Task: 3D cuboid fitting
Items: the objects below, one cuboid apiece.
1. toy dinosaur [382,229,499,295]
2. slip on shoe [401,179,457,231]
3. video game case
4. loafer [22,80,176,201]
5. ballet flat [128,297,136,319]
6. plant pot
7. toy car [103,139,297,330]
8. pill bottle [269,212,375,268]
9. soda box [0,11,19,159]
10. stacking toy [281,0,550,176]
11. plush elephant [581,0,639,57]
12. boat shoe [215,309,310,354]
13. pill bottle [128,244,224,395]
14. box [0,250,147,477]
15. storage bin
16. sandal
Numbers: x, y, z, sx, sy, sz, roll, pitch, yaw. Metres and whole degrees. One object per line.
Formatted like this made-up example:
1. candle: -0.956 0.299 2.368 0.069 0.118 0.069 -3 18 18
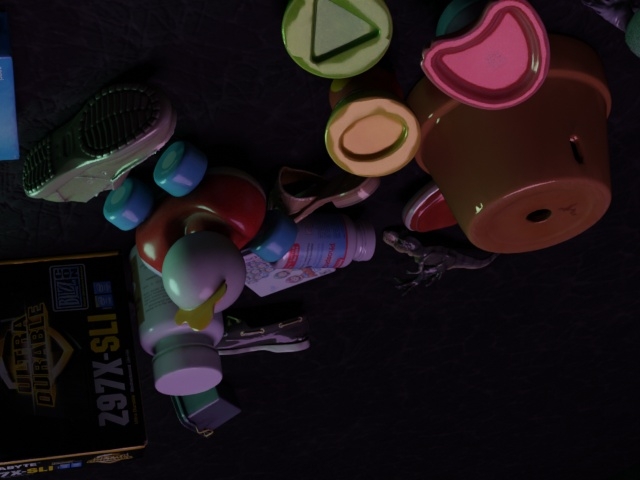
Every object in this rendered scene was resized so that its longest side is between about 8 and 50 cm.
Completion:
1. toy dinosaur: 0.196 0.039 2.142 0.268 0.064 0.118 8 140 -40
2. slip on shoe: 0.286 -0.069 1.928 0.331 0.101 0.123 -15 154 7
3. video game case: -0.068 0.040 2.072 0.143 0.019 0.157 -20 152 15
4. loafer: -0.272 -0.121 1.606 0.268 0.102 0.092 -21 154 36
5. ballet flat: -0.346 0.101 2.062 0.057 0.049 0.173 -42 156 -3
6. plant pot: 0.273 -0.116 1.721 0.290 0.204 0.291 -9 152 -5
7. toy car: -0.172 0.031 1.716 0.210 0.238 0.219 -30 128 31
8. pill bottle: 0.000 0.000 1.951 0.160 0.087 0.087 -1 150 -22
9. soda box: -0.396 -0.176 1.475 0.071 0.067 0.210 -5 151 -14
10. stacking toy: 0.107 -0.257 1.546 0.308 0.130 0.279 -25 124 17
11. plush elephant: 0.492 -0.294 1.451 0.271 0.330 0.255 1 130 -50
12. boat shoe: -0.133 0.161 2.227 0.227 0.069 0.081 -3 -169 -10
13. pill bottle: -0.216 0.112 1.918 0.131 0.229 0.131 -9 152 -5
14. box: -0.405 0.182 1.871 0.257 0.322 0.079 -4 153 -15
15. storage bin: -0.220 0.329 2.486 0.091 0.098 0.135 -30 150 10
16. sandal: -0.025 -0.080 1.820 0.240 0.088 0.079 -18 120 40
